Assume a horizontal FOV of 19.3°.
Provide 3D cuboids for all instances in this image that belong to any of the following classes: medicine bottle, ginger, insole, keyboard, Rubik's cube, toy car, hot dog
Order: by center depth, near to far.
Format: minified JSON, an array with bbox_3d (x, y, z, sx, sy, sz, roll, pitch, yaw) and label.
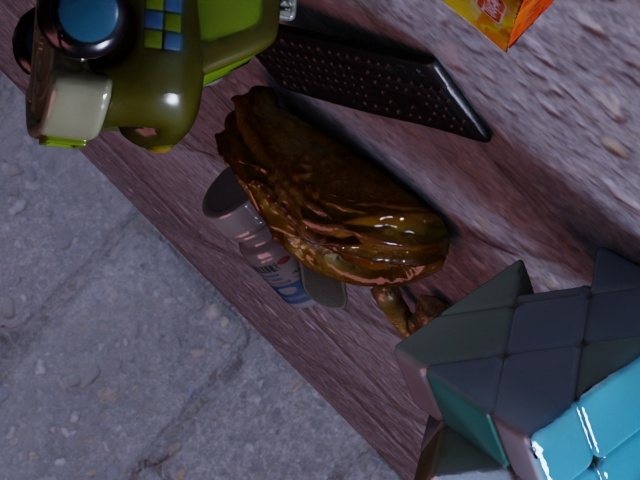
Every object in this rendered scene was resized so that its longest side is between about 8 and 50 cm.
[{"bbox_3d":[-0.112,-0.185,1.354,0.198,0.248,0.204,6,178,-16],"label":"toy car"},{"bbox_3d":[0.193,0.151,1.417,0.224,0.265,0.213,35,152,53],"label":"Rubik's cube"},{"bbox_3d":[-0.003,-0.147,1.534,0.103,0.041,0.381,50,168,-34],"label":"keyboard"},{"bbox_3d":[0.003,-0.034,1.797,0.259,0.114,0.175,39,171,26],"label":"hot dog"},{"bbox_3d":[0.000,0.000,2.037,0.080,0.003,0.232,21,144,18],"label":"insole"},{"bbox_3d":[0.127,0.103,2.100,0.193,0.052,0.176,45,174,39],"label":"ginger"},{"bbox_3d":[-0.046,-0.010,2.138,0.168,0.105,0.105,48,170,-29],"label":"medicine bottle"}]

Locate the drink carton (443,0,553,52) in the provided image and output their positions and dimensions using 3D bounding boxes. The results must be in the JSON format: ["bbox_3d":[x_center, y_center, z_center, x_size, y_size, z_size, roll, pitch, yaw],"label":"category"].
[{"bbox_3d":[0.040,-0.206,1.003,0.223,0.071,0.096,40,170,10],"label":"drink carton"}]
